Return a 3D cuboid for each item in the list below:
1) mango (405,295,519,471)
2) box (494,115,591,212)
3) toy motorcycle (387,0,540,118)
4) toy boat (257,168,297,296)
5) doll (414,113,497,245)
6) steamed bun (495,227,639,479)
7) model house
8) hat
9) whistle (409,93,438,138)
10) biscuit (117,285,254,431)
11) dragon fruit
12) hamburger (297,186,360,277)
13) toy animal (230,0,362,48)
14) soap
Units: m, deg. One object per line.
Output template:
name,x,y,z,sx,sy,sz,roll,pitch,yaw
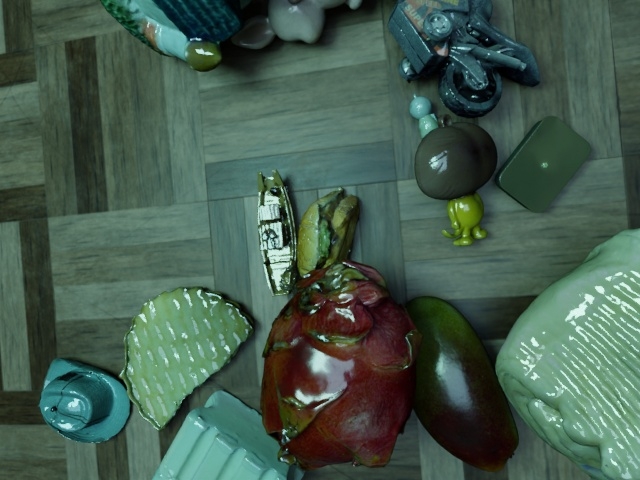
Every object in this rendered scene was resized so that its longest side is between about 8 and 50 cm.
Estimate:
mango,0.194,0.212,0.631,0.133,0.111,0.267,-27,78,29
box,0.327,-0.112,0.633,0.091,0.031,0.126,34,97,-6
toy motorcycle,0.186,-0.325,0.621,0.173,0.108,0.307,-33,87,-15
toy boat,-0.075,-0.013,0.699,0.064,0.072,0.206,-7,90,10
doll,0.195,-0.086,0.626,0.145,0.096,0.188,2,96,-30
steamed bun,0.437,0.170,0.510,0.352,0.247,0.339,-51,53,16
model house,-0.154,-0.371,0.609,0.291,0.184,0.253,39,89,33
hat,-0.447,0.293,0.769,0.191,0.078,0.138,18,95,10
whistle,0.169,-0.184,0.668,0.035,0.035,0.100,-27,99,10
biscuit,-0.254,0.183,0.753,0.273,0.036,0.187,-44,83,9
dragon fruit,0.025,0.184,0.593,0.250,0.250,0.315,21,92,10
hamburger,-0.001,-0.005,0.672,0.087,0.102,0.176,17,94,22
toy animal,-0.037,-0.360,0.680,0.212,0.124,0.124,-34,84,31
soap,-0.189,0.458,0.702,0.208,0.115,0.347,31,96,10
